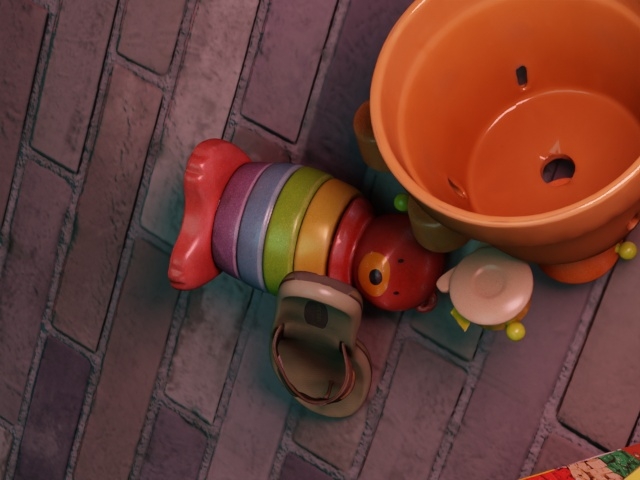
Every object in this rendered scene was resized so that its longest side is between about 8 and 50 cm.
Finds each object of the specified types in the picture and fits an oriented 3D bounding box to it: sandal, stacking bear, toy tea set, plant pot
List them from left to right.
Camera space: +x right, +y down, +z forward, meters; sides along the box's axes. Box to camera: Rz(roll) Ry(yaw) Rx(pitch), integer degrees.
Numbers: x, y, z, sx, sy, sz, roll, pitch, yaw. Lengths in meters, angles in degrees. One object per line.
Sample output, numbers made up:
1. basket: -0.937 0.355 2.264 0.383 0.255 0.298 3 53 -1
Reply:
1. sandal: -0.009 0.133 1.843 0.120 0.303 0.086 7 62 9
2. stacking bear: 0.000 0.000 1.853 0.289 0.164 0.175 16 105 18
3. toy tea set: 0.176 -0.045 1.753 0.200 0.124 0.336 -34 60 2
4. plant pot: 0.214 -0.106 1.578 0.290 0.203 0.291 -8 64 16

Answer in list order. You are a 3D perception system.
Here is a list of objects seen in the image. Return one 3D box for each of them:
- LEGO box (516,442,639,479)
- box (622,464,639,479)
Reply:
1. LEGO box: 0.203 0.481 1.671 0.193 0.372 0.500 38 115 31
2. box: 0.380 0.218 1.604 0.087 0.232 0.058 51 121 11
